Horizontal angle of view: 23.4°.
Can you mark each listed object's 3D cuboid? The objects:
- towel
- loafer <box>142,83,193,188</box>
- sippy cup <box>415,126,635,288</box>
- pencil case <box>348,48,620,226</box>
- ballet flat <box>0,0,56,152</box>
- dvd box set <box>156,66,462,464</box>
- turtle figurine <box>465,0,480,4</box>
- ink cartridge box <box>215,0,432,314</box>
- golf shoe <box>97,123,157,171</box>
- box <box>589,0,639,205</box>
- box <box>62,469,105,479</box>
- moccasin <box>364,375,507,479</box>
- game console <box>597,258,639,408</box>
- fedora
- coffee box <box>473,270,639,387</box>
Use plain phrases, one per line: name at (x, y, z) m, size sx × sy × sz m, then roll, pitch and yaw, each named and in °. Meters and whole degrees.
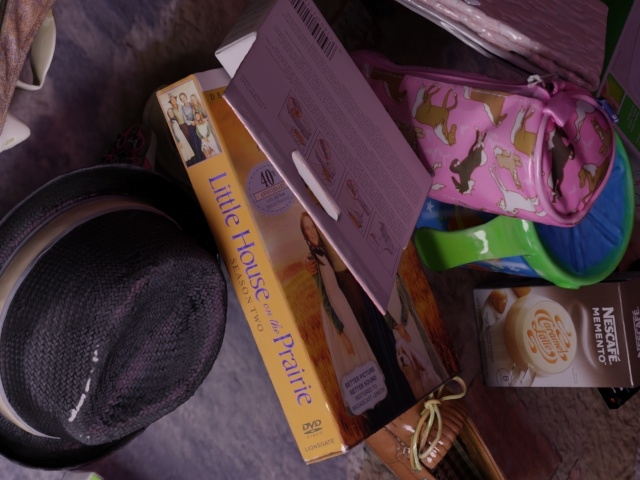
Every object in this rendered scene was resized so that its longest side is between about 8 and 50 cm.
towel at (0.202, -0.308, 1.906) m, size 0.331 × 0.053 × 0.317 m, roll 29°, pitch 28°, yaw -4°
loafer at (-0.092, -0.086, 1.773) m, size 0.268 × 0.092 × 0.102 m, roll 42°, pitch 59°, yaw -33°
sippy cup at (0.251, -0.053, 2.003) m, size 0.305 × 0.224 × 0.240 m, roll 17°, pitch 76°, yaw -41°
pencil case at (0.158, -0.128, 1.819) m, size 0.160 × 0.386 × 0.167 m, roll 21°, pitch 86°, yaw -44°
ballet flat at (-0.329, -0.159, 1.554) m, size 0.106 × 0.107 × 0.316 m, roll 38°, pitch 63°, yaw -43°
dvd box set at (0.000, 0.000, 1.706) m, size 0.307 × 0.062 × 0.420 m, roll -22°, pitch 90°, yaw -59°
turtle figurine at (0.074, -0.440, 1.723) m, size 0.266 × 0.198 × 0.275 m, roll 5°, pitch 62°, yaw -7°
ink cartridge box at (-0.005, -0.096, 1.631) m, size 0.296 × 0.066 × 0.261 m, roll 54°, pitch 34°, yaw -22°
golf shoe at (-0.207, -0.033, 1.683) m, size 0.086 × 0.067 × 0.186 m, roll 18°, pitch 84°, yaw -47°
box at (0.453, -0.219, 2.279) m, size 0.231 × 0.126 × 0.262 m, roll 44°, pitch 57°, yaw -29°
box at (-0.245, 0.435, 1.609) m, size 0.232 × 0.058 × 0.322 m, roll 45°, pitch 59°, yaw -31°
moccasin at (0.131, 0.233, 1.916) m, size 0.139 × 0.147 × 0.380 m, roll -45°, pitch 116°, yaw -36°
game console at (0.413, 0.058, 2.272) m, size 0.213 × 0.044 × 0.361 m, roll -51°, pitch 120°, yaw -36°
fedora at (-0.206, 0.091, 1.558) m, size 0.334 × 0.152 × 0.334 m, roll -11°, pitch 108°, yaw -36°
coffee box at (0.332, 0.118, 2.047) m, size 0.098 × 0.246 × 0.141 m, roll -11°, pitch 93°, yaw -43°
